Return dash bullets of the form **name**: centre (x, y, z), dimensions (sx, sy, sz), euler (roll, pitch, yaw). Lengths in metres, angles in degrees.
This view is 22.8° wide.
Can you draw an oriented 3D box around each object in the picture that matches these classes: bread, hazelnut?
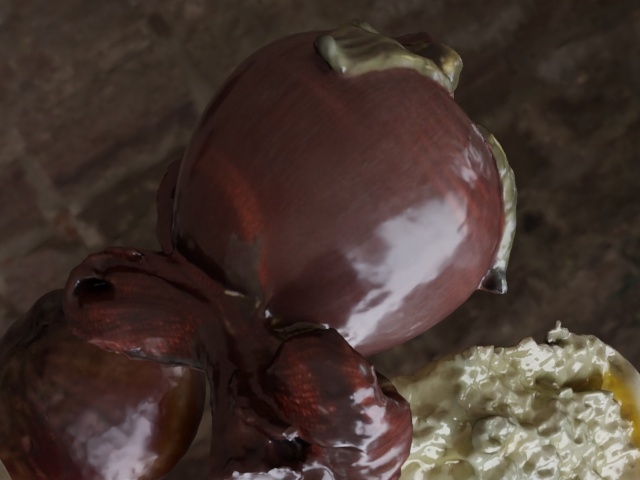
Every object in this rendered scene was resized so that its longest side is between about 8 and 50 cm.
- **bread**: centre (0.094, 0.222, 1.313), dimensions (0.424, 0.329, 0.245), euler (-10, -165, -28)
- **hazelnut**: centre (-0.196, 0.125, 1.270), dimensions (0.204, 0.178, 0.178), euler (-11, -160, 25)

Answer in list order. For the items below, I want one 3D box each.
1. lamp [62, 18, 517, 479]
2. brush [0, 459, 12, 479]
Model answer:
- **lamp**: centre (0.008, 0.003, 0.726), dimensions (0.215, 0.151, 0.223), euler (31, -90, 48)
- **brush**: centre (-0.275, 0.054, 1.068), dimensions (0.070, 0.327, 0.065), euler (-16, 166, -47)
